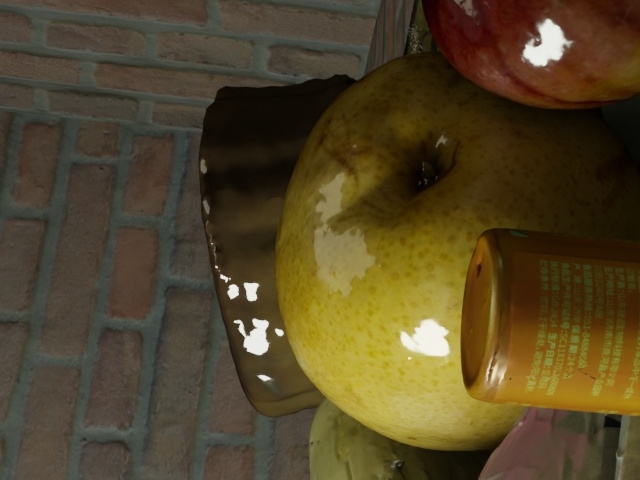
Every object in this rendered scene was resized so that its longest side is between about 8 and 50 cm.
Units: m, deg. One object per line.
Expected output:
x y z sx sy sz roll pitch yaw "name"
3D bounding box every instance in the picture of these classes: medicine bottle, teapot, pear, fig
0.177 0.048 0.800 0.096 0.192 0.096 -174 90 -85 "medicine bottle"
0.163 0.163 0.914 0.221 0.163 0.178 61 -142 -50 "teapot"
0.106 0.008 1.110 0.314 0.314 0.314 -174 90 -86 "pear"
0.182 -0.183 0.979 0.214 0.235 0.235 51 -152 -38 "fig"

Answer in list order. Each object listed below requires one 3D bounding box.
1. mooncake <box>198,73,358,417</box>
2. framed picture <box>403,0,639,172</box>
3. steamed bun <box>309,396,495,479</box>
-0.001 0.001 1.409 0.324 0.187 0.324 -8 -90 -88 "mooncake"
0.168 -0.116 1.262 0.324 0.013 0.244 52 147 37 "framed picture"
0.082 0.248 1.279 0.273 0.166 0.232 39 -146 -39 "steamed bun"
